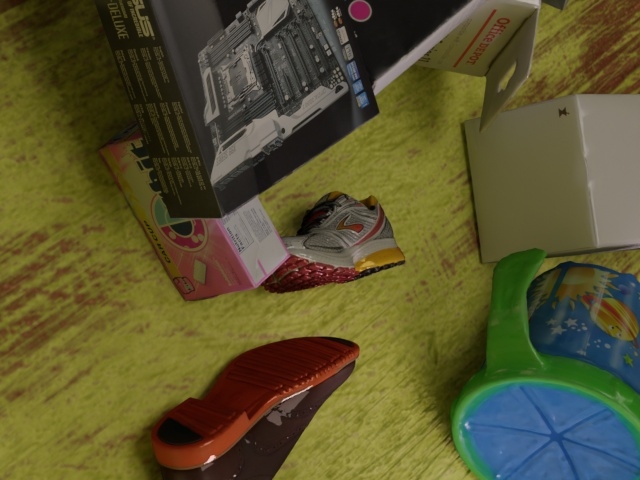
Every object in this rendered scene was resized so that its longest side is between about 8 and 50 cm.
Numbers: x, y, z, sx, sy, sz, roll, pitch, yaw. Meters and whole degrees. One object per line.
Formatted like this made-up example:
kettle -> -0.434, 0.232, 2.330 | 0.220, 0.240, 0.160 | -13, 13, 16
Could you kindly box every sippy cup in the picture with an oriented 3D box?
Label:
sippy cup -> 0.285, 0.152, 2.058 | 0.240, 0.305, 0.224 | 17, 47, 7

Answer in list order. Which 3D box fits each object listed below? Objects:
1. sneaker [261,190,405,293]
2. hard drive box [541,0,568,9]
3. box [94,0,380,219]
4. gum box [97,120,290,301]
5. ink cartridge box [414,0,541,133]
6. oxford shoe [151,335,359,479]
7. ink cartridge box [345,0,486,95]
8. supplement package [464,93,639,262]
sneaker -> 0.000, 0.000, 1.898 | 0.225, 0.088, 0.092 | -9, 81, -59
hard drive box -> 0.316, -0.425, 2.215 | 0.089, 0.181, 0.232 | 25, 54, 12
box -> -0.084, -0.207, 1.678 | 0.242, 0.076, 0.307 | -35, 116, -42
gum box -> -0.120, -0.031, 1.769 | 0.062, 0.107, 0.188 | -43, 111, -40
ink cartridge box -> 0.166, -0.318, 2.019 | 0.119, 0.207, 0.353 | 10, 71, -9
oxford shoe -> -0.059, 0.177, 1.813 | 0.271, 0.097, 0.098 | -30, 122, -39
ink cartridge box -> 0.123, -0.322, 1.875 | 0.371, 0.069, 0.176 | -41, 84, -19
supplement package -> 0.336, -0.075, 2.169 | 0.293, 0.175, 0.177 | -4, 86, -44
